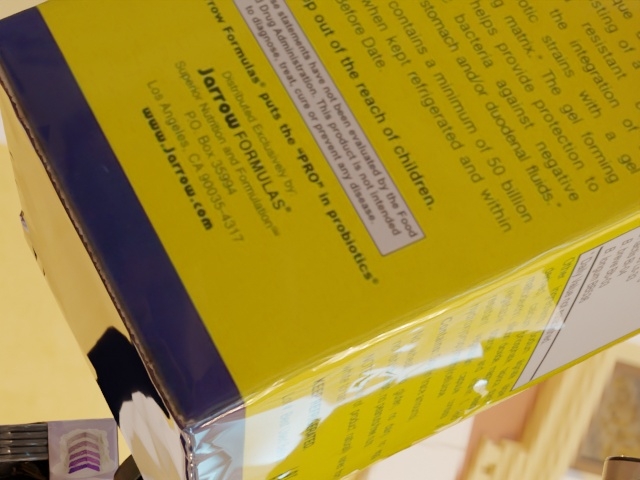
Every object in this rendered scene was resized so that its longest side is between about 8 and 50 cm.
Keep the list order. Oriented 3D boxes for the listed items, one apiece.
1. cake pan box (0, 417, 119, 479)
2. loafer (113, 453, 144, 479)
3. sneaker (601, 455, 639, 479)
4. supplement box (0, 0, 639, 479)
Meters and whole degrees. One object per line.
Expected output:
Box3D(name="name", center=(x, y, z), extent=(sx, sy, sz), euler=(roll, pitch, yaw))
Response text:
Box3D(name="cake pan box", center=(-0.340, 0.210, 1.502), extent=(0.267, 0.245, 0.070), euler=(160, -73, -68))
Box3D(name="loafer", center=(-0.048, 0.169, 1.344), extent=(0.084, 0.267, 0.096), euler=(52, -29, 17))
Box3D(name="sneaker", center=(0.343, 0.295, 1.226), extent=(0.124, 0.295, 0.178), euler=(126, -18, -77))
Box3D(name="supplement box", center=(0.055, -0.039, 0.714), extent=(0.195, 0.356, 0.194), euler=(60, -16, 21))
